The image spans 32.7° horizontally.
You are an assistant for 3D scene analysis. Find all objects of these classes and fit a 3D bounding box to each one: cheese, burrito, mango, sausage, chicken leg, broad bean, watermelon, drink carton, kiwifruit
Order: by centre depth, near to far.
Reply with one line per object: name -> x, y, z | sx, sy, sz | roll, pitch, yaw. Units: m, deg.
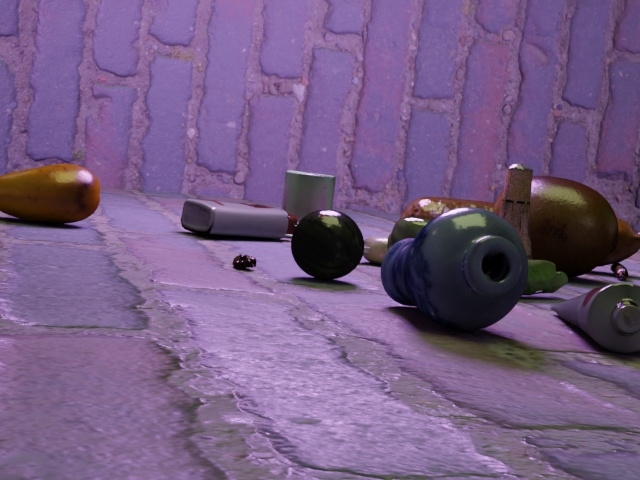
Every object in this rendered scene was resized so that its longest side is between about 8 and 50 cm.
watermelon -> 0.000, 0.000, 1.603 | 0.133, 0.105, 0.105 | 31, 15, 25
burrito -> 0.249, 0.043, 1.633 | 0.288, 0.054, 0.104 | 4, 27, -32
chicken leg -> -0.115, 0.031, 1.645 | 0.036, 0.021, 0.083 | -4, 1, -6
broad bean -> 0.189, 0.019, 1.749 | 0.169, 0.100, 0.228 | 14, 4, 10
cheese -> 0.098, 0.016, 1.923 | 0.255, 0.050, 0.127 | 5, 5, -18
kiwifruit -> 0.439, -0.024, 2.033 | 0.234, 0.196, 0.196 | 16, 8, 28
mango -> -0.519, -0.088, 2.034 | 0.219, 0.112, 0.145 | 3, 8, 7
sausage -> 0.601, 0.061, 2.193 | 0.028, 0.025, 0.198 | 0, 3, 12
sausage -> 0.409, -0.016, 2.239 | 0.501, 0.123, 0.136 | 6, -14, -3
drink carton -> -0.031, -0.076, 2.355 | 0.144, 0.142, 0.146 | 6, 6, 6

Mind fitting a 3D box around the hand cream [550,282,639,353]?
hand cream -> 0.351, 0.087, 1.314 | 0.124, 0.077, 0.341 | 6, 0, 8

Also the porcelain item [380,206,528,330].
porcelain item -> 0.153, 0.034, 1.287 | 0.141, 0.141, 0.259 | 5, -4, -14

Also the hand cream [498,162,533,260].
hand cream -> 0.333, -0.033, 1.893 | 0.084, 0.203, 0.084 | 5, 6, 0

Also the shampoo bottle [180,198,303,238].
shampoo bottle -> -0.126, -0.039, 2.184 | 0.284, 0.071, 0.153 | 2, 5, -32
